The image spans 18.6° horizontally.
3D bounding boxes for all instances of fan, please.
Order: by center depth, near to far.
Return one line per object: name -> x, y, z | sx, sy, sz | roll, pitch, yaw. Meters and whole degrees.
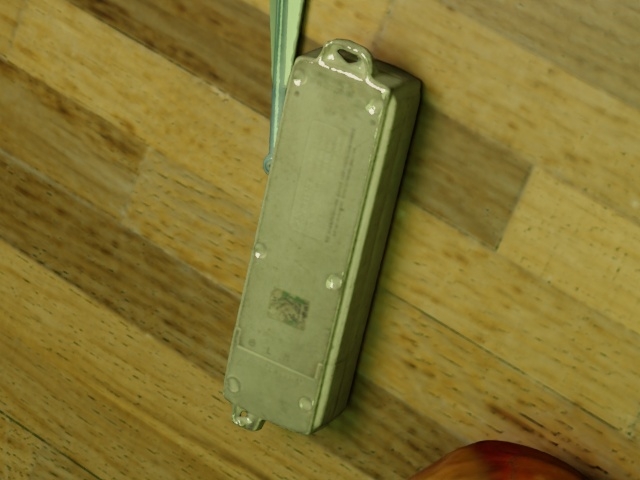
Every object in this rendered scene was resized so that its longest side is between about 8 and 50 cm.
fan -> -0.022, -0.134, 1.233 | 0.038, 0.016, 0.193 | 11, 108, 24

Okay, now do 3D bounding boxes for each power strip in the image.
power strip -> 0.000, 0.000, 1.239 | 0.078, 0.052, 0.272 | 22, 112, 22

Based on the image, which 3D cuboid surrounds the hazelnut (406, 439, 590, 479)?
hazelnut -> 0.103, 0.213, 1.173 | 0.182, 0.182, 0.182 | 8, 108, 27
